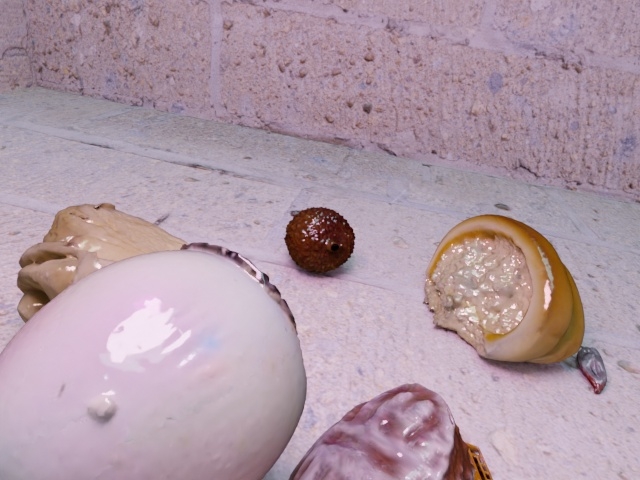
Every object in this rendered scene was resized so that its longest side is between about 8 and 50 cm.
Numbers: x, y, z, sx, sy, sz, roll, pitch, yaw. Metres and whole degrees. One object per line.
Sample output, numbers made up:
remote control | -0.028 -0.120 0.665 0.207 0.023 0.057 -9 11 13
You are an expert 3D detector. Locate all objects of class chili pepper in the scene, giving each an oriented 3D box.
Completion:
chili pepper | 0.618 0.285 1.069 0.050 0.041 0.153 -27 12 27

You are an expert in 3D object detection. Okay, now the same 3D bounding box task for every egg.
egg | -0.235 0.207 0.582 0.354 0.354 0.340 21 24 23

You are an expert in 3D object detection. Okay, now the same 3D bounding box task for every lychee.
lychee | 0.000 0.000 1.274 0.200 0.200 0.238 -2 15 -21

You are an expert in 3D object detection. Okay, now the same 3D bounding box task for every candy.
candy | 0.079 0.331 0.628 0.289 0.157 0.214 -37 19 -33

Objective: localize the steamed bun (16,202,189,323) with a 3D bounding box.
steamed bun | -0.399 0.085 0.920 0.325 0.230 0.372 27 10 -19

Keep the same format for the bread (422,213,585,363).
bread | 0.438 0.131 1.161 0.245 0.329 0.424 43 9 -30

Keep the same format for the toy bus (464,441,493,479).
toy bus | 0.218 0.391 0.682 0.088 0.083 0.194 15 24 -9
